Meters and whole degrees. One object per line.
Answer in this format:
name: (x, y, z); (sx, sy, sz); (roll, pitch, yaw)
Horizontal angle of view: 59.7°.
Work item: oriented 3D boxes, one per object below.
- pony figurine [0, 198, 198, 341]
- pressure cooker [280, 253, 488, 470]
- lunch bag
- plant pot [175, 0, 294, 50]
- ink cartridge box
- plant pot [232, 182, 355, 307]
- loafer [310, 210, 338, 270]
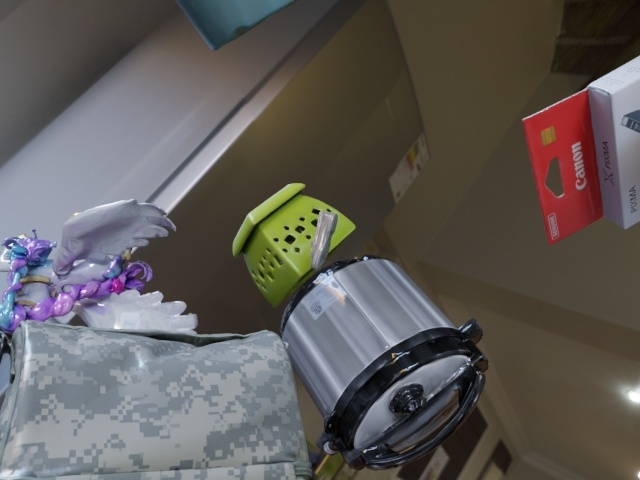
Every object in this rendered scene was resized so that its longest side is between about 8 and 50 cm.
pony figurine: (-0.424, 0.062, 1.010); (0.363, 0.351, 0.302); (-128, -153, -62)
pressure cooker: (0.140, 0.285, 1.258); (0.420, 0.376, 0.369); (50, -50, 42)
lunch bag: (-0.165, 0.209, 0.553); (0.305, 0.255, 0.212); (9, -28, -27)
plant pot: (-0.231, -0.647, 1.274); (0.341, 0.341, 0.334); (4, -49, 58)
ink cartridge box: (0.520, -0.145, 1.007); (0.296, 0.261, 0.066); (63, -3, -33)
plant pot: (-0.084, 0.000, 1.431); (0.207, 0.228, 0.227); (46, -34, 6)
loafer: (0.000, 0.000, 1.147); (0.039, 0.125, 0.045); (16, -8, 21)
